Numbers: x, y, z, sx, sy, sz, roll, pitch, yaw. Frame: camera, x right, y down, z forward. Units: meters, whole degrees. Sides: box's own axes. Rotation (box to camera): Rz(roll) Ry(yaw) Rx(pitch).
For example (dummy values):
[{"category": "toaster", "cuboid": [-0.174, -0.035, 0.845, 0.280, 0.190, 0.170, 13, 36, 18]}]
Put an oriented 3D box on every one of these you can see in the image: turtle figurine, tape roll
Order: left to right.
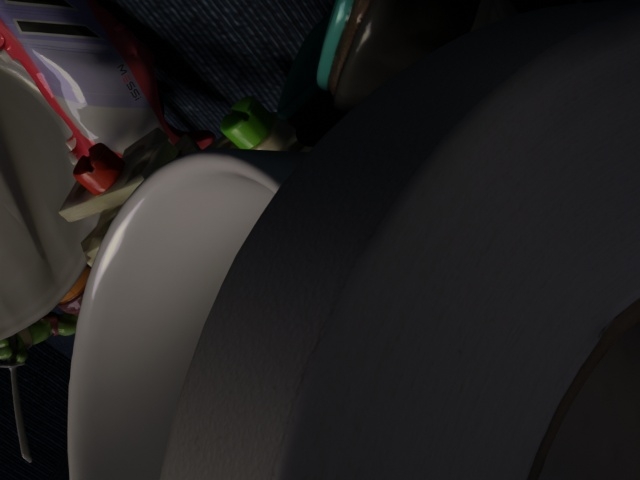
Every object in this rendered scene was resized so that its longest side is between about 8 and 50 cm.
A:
[{"category": "turtle figurine", "cuboid": [-0.308, 0.072, 1.612, 0.197, 0.275, 0.266, -12, 128, 48]}, {"category": "tape roll", "cuboid": [0.123, 0.106, 0.502, 0.392, 0.392, 0.072, 39, 164, -30]}]

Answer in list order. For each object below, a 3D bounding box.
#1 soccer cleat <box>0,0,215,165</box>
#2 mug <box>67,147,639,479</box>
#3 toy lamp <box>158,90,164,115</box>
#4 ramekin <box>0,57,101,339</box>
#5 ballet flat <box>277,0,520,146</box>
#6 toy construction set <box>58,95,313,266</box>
[{"category": "soccer cleat", "cuboid": [-0.166, -0.134, 0.930, 0.248, 0.095, 0.083, 59, 176, -26]}, {"category": "mug", "cuboid": [0.054, 0.118, 0.740, 0.328, 0.276, 0.374, 0, 153, -36]}, {"category": "toy lamp", "cuboid": [-0.092, -0.026, 1.124, 0.080, 0.080, 0.275, 20, 163, 36]}, {"category": "ramekin", "cuboid": [-0.331, -0.047, 1.192, 0.273, 0.273, 0.127, 37, 177, -25]}, {"category": "ballet flat", "cuboid": [0.043, -0.087, 0.637, 0.096, 0.095, 0.280, 22, 177, -5]}, {"category": "toy construction set", "cuboid": [0.000, 0.000, 0.920, 0.327, 0.151, 0.215, 26, 170, -31]}]
